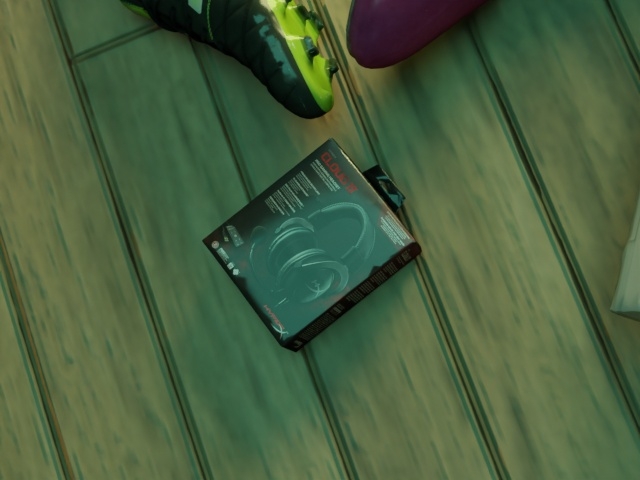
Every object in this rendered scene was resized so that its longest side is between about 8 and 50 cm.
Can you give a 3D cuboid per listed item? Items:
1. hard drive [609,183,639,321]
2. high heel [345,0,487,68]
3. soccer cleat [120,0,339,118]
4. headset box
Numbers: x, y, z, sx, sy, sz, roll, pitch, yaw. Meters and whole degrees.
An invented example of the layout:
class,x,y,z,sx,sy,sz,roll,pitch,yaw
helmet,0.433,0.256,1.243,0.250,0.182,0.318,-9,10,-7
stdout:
class,x,y,z,sx,sy,sz,roll,pitch,yaw
hard drive,0.246,-0.094,0.434,0.203,0.040,0.307,16,82,-8
high heel,0.120,-0.150,0.477,0.117,0.082,0.244,36,74,24
soccer cleat,-0.055,-0.117,0.516,0.072,0.060,0.179,-37,69,11
headset box,0.000,0.000,0.493,0.083,0.032,0.062,-38,76,3
